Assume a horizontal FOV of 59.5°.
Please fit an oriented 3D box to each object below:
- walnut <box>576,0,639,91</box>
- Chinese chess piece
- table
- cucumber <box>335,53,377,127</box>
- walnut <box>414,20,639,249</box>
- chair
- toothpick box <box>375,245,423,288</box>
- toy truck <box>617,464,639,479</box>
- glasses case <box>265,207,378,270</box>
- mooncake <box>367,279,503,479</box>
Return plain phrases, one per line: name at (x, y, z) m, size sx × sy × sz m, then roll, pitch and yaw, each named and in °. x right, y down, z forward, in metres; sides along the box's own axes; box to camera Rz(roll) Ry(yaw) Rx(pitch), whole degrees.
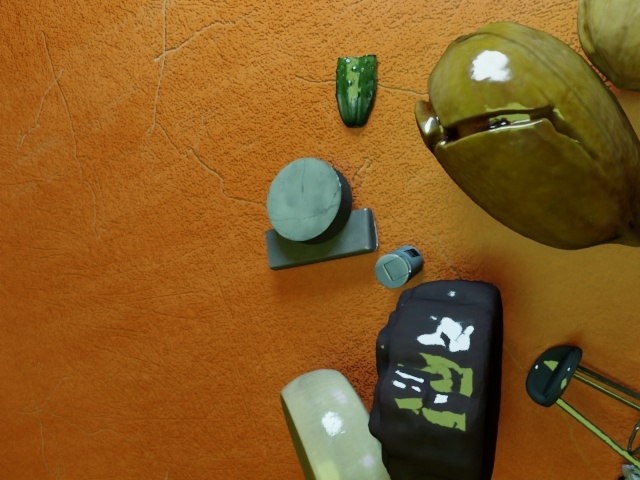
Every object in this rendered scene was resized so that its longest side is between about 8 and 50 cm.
walnut at (0.376, -0.267, 0.596) m, size 0.196 × 0.195 × 0.221 m, roll 26°, pitch 108°, yaw 19°
Chinese chess piece at (0.026, 0.327, 0.838) m, size 0.102 × 0.273 × 0.273 m, roll -19°, pitch 91°, yaw -12°
table at (-0.018, -0.061, 0.883) m, size 0.134 × 0.043 × 0.133 m, roll -6°, pitch 78°, yaw 28°
cucumber at (0.050, -0.226, 0.850) m, size 0.067 × 0.035 × 0.107 m, roll 5°, pitch 103°, yaw 23°
walnut at (0.266, -0.111, 0.679) m, size 0.336 × 0.209 × 0.209 m, roll 44°, pitch 114°, yaw 4°
chair at (0.384, 0.216, 0.724) m, size 0.222 × 0.095 × 0.104 m, roll 29°, pitch 68°, yaw 23°
toothpick box at (0.118, 0.038, 0.834) m, size 0.052 × 0.083 × 0.052 m, roll 5°, pitch 101°, yaw 24°
toy truck at (0.448, 0.347, 0.742) m, size 0.077 × 0.076 × 0.111 m, roll -15°, pitch 90°, yaw 10°
glasses case at (-0.001, 0.000, 0.908) m, size 0.191 × 0.042 × 0.071 m, roll -12°, pitch 83°, yaw 27°
mooncake at (0.160, 0.190, 0.734) m, size 0.141 × 0.283 × 0.282 m, roll 4°, pitch 100°, yaw 25°
